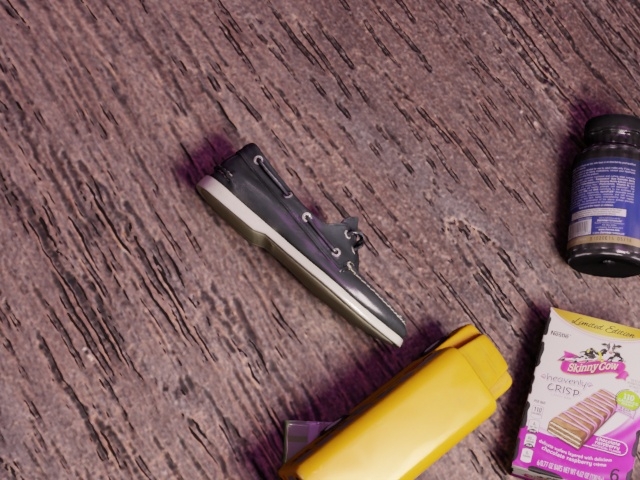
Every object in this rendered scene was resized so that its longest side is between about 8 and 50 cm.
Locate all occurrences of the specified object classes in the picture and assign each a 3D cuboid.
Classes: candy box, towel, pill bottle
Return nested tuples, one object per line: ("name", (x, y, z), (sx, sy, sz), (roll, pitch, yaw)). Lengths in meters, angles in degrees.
("candy box", (0.362, 0.225, 1.766), (0.159, 0.071, 0.233), (13, 69, 10))
("towel", (0.025, 0.292, 1.684), (0.152, 0.023, 0.113), (5, 74, -18))
("pill bottle", (0.422, -0.065, 1.865), (0.122, 0.123, 0.219), (12, 73, -16))

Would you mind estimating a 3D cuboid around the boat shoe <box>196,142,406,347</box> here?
("boat shoe", (-0.001, 0.000, 1.697), (0.340, 0.127, 0.113), (39, 78, 4))

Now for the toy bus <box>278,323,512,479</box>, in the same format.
("toy bus", (0.106, 0.235, 1.643), (0.332, 0.130, 0.108), (-35, 89, -21))
